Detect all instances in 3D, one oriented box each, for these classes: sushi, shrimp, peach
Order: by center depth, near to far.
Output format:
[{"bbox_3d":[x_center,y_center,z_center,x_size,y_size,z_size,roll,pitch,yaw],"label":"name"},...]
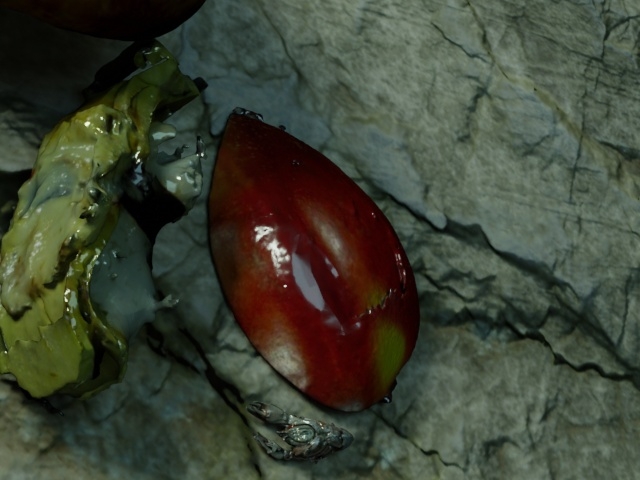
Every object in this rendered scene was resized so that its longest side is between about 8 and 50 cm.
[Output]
[{"bbox_3d":[-0.142,-0.021,0.981,0.131,0.139,0.291,38,46,-25],"label":"sushi"},{"bbox_3d":[-0.017,0.149,1.053,0.092,0.029,0.038,21,62,-21],"label":"shrimp"},{"bbox_3d":[0.003,0.000,1.128,0.189,0.068,0.279,-16,75,-44],"label":"peach"}]

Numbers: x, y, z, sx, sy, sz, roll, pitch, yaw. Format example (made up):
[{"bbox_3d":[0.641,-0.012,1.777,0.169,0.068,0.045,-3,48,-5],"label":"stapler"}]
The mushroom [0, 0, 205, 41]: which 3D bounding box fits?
[{"bbox_3d":[-0.243,-0.255,1.000,0.345,0.259,0.345,36,17,-13],"label":"mushroom"}]
